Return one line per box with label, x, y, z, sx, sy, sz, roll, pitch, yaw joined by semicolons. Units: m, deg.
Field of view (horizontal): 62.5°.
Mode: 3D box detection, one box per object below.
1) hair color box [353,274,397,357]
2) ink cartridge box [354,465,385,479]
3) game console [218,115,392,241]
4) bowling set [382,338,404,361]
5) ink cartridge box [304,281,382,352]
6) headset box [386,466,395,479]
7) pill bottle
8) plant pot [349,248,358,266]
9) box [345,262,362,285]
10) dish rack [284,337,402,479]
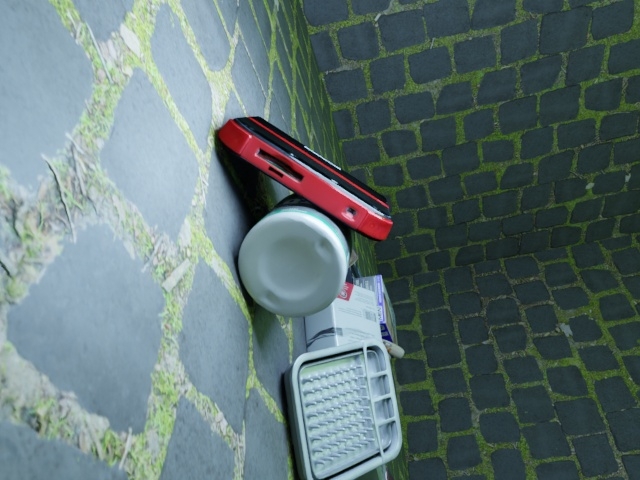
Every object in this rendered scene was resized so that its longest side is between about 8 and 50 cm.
hair color box;0.205;0.286;1.904;0.338;0.110;0.185;61;23;-55
ink cartridge box;0.099;0.602;1.395;0.176;0.128;0.127;-57;135;-78
game console;-0.018;-0.145;1.140;0.387;0.060;0.342;33;13;-4
bowling set;0.137;0.422;1.761;0.199;0.154;0.287;-60;-176;-29
ink cartridge box;0.065;0.260;1.426;0.197;0.114;0.272;23;49;-41
headset box;0.190;0.864;1.661;0.218;0.110;0.293;67;15;-48
pill bottle;-0.033;0.006;1.123;0.361;0.205;0.204;-66;143;-74
plant pot;0.000;0.000;1.498;0.167;0.167;0.165;-75;143;-69
box;0.119;0.248;2.028;0.394;0.097;0.318;63;18;-56
dish rack;0.047;0.379;1.187;0.333;0.072;0.285;1;78;-48
